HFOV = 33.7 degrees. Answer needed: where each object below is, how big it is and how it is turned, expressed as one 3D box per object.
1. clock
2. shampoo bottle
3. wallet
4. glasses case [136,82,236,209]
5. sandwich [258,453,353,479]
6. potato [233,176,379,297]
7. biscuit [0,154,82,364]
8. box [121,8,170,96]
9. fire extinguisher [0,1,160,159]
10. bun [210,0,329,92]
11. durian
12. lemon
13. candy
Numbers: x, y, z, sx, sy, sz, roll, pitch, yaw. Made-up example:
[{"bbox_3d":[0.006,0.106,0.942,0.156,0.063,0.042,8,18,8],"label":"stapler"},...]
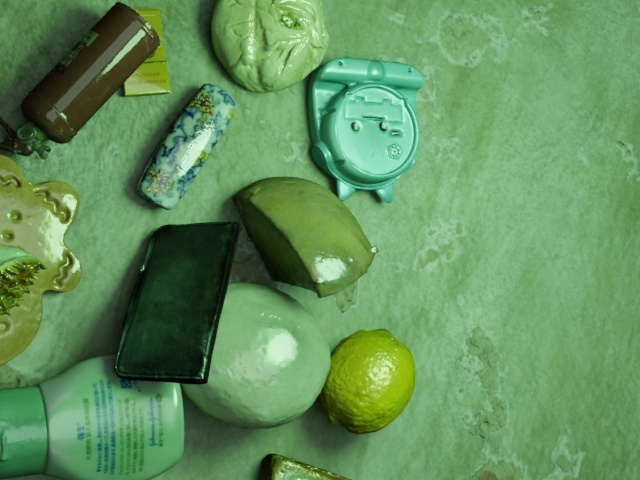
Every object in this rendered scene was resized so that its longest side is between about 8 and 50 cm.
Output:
[{"bbox_3d":[0.094,-0.210,2.039,0.223,0.094,0.274,0,85,-23],"label":"clock"},{"bbox_3d":[-0.409,0.306,1.741,0.349,0.151,0.222,-3,91,-25],"label":"shampoo bottle"},{"bbox_3d":[-0.240,0.101,1.787,0.172,0.045,0.318,-1,53,13],"label":"wallet"},{"bbox_3d":[-0.240,-0.171,1.901,0.087,0.065,0.248,34,74,-16],"label":"glasses case"},{"bbox_3d":[-0.032,0.554,1.918,0.254,0.099,0.289,29,74,-19],"label":"sandwich"},{"bbox_3d":[-0.004,-0.033,1.897,0.211,0.264,0.190,-25,105,-18],"label":"potato"},{"bbox_3d":[-0.541,0.041,1.757,0.275,0.052,0.355,28,74,-20],"label":"biscuit"},{"bbox_3d":[-0.323,-0.338,1.901,0.086,0.023,0.155,-7,89,-22],"label":"box"},{"bbox_3d":[-0.436,-0.266,1.801,0.147,0.106,0.337,39,77,11],"label":"fire extinguisher"},{"bbox_3d":[-0.084,-0.391,1.949,0.229,0.145,0.230,1,88,-26],"label":"bun"},{"bbox_3d":[-0.571,0.052,1.680,0.252,0.144,0.139,13,44,-10],"label":"durian"},{"bbox_3d":[0.086,0.259,1.953,0.193,0.180,0.181,-30,99,-40],"label":"lemon"},{"bbox_3d":[-0.111,0.193,1.850,0.295,0.185,0.296,16,59,-30],"label":"candy"}]
